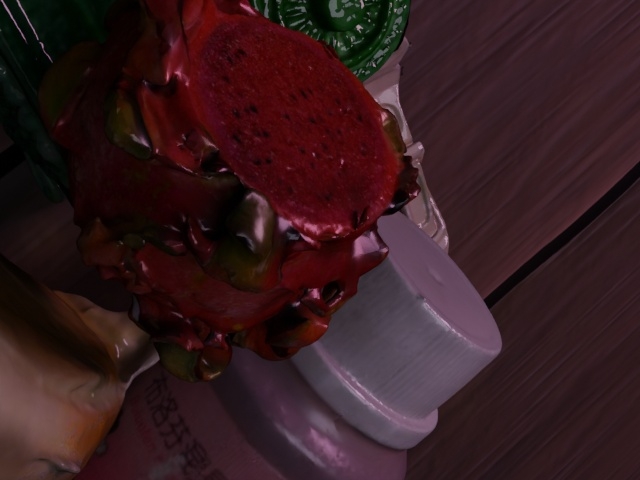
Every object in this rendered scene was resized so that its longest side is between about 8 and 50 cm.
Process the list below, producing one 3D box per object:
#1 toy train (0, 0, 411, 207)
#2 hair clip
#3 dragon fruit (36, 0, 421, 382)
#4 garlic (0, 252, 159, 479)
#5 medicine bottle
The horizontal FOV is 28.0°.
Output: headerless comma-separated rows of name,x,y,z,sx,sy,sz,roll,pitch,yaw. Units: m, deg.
toy train,-0.079,-0.138,0.592,0.202,0.145,0.266,-35,122,-12
hair clip,0.048,-0.036,0.752,0.034,0.072,0.226,-29,121,-16
dragon fruit,-0.036,-0.014,0.511,0.208,0.150,0.133,87,14,-54
garlic,-0.234,0.054,0.551,0.313,0.286,0.249,34,50,-41
medicine bottle,-0.029,0.096,0.667,0.247,0.147,0.147,-43,128,17
